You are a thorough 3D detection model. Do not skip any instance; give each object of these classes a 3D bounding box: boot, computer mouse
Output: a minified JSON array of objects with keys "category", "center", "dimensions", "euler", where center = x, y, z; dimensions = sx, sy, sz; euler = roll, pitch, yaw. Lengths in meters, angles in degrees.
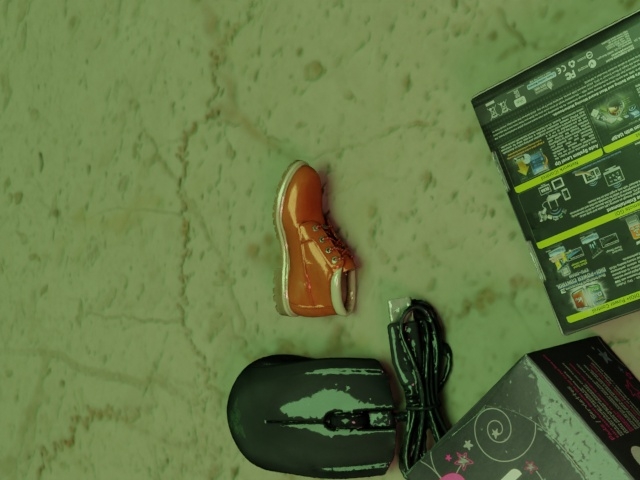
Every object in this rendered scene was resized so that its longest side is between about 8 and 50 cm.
[{"category":"boot","center":[0.000,0.000,1.079],"dimensions":[0.085,0.059,0.158],"euler":[5,103,34]},{"category":"computer mouse","center":[0.000,0.163,1.069],"dimensions":[0.272,0.072,0.188],"euler":[-11,85,37]}]

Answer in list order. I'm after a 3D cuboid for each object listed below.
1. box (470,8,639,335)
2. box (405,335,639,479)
[{"category":"box","center":[0.273,-0.069,0.851],"dimensions":[0.270,0.060,0.216],"euler":[-26,81,35]},{"category":"box","center":[0.216,0.222,0.860],"dimensions":[0.163,0.142,0.247],"euler":[-51,62,26]}]
